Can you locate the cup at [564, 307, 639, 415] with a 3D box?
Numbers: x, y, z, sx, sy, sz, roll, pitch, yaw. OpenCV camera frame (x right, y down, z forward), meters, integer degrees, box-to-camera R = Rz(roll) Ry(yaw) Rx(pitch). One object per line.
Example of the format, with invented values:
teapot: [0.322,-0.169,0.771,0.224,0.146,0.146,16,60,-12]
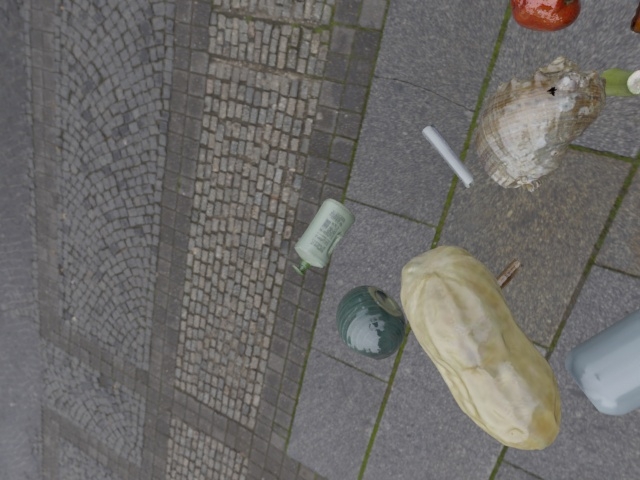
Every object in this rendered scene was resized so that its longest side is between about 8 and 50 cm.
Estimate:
cup: [0.837,0.315,1.152,0.312,0.205,0.205,-39,85,17]

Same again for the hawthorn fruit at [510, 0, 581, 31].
hawthorn fruit: [0.635,-0.723,1.278,0.244,0.207,0.207,5,106,10]

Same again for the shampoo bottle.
shampoo bottle: [0.000,0.000,1.278,0.118,0.234,0.087,43,163,-34]

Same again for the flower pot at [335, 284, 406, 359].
flower pot: [0.141,0.224,1.219,0.190,0.243,0.157,27,108,-20]

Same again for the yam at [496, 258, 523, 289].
yam: [0.651,0.177,1.618,0.046,0.046,0.264,43,92,10]

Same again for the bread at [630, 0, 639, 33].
bread: [0.840,-0.559,0.831,0.333,0.143,0.323,24,149,32]

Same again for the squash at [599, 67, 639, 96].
squash: [0.876,-0.456,1.259,0.084,0.250,0.083,5,112,12]

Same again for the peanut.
peanut: [0.229,0.153,0.631,0.152,0.152,0.312,-33,81,29]

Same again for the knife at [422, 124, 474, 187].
knife: [0.423,-0.279,1.438,0.041,0.073,0.265,-32,63,6]

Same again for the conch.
conch: [0.518,-0.312,1.082,0.297,0.352,0.210,12,154,46]
